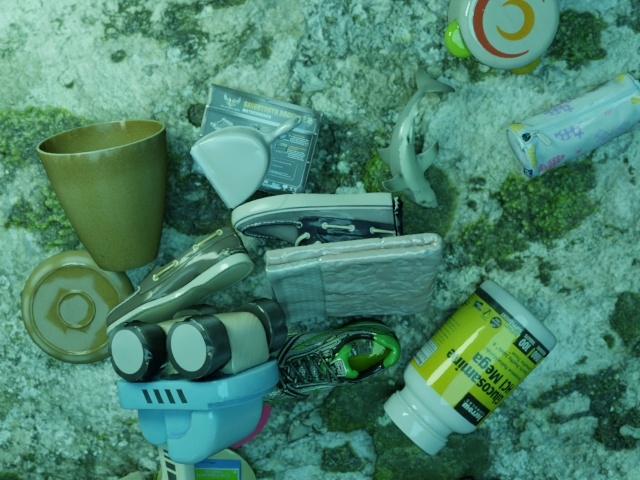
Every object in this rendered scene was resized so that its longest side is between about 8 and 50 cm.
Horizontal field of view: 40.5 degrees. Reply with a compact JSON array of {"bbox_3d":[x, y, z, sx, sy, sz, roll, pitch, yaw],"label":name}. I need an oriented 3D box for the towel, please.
[{"bbox_3d":[0.062,0.082,1.627,0.316,0.332,0.054,-6,68,0],"label":"towel"}]

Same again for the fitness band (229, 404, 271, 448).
[{"bbox_3d":[-0.228,0.289,1.772,0.209,0.054,0.291,-38,95,5],"label":"fitness band"}]

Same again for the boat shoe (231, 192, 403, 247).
[{"bbox_3d":[0.000,0.000,1.688,0.340,0.127,0.158,-4,73,-2],"label":"boat shoe"}]

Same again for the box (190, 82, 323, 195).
[{"bbox_3d":[-0.126,-0.194,1.716,0.230,0.056,0.183,13,95,-4],"label":"box"}]

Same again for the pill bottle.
[{"bbox_3d":[0.287,0.255,1.714,0.188,0.188,0.334,42,94,-6],"label":"pill bottle"}]

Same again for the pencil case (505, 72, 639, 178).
[{"bbox_3d":[0.500,-0.227,1.701,0.273,0.124,0.114,-24,57,-1],"label":"pencil case"}]

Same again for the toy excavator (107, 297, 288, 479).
[{"bbox_3d":[-0.259,0.353,1.616,0.432,0.222,0.446,-8,91,33],"label":"toy excavator"}]

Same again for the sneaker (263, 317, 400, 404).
[{"bbox_3d":[-0.006,0.233,1.701,0.343,0.146,0.134,-18,94,-9],"label":"sneaker"}]

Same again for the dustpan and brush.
[{"bbox_3d":[-0.124,-0.177,1.667,0.211,0.060,0.147,-31,107,8],"label":"dustpan and brush"}]

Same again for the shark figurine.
[{"bbox_3d":[0.160,-0.197,1.709,0.166,0.116,0.278,-8,107,-35],"label":"shark figurine"}]

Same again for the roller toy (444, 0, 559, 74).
[{"bbox_3d":[0.348,-0.428,1.662,0.209,0.146,0.191,14,105,-9],"label":"roller toy"}]

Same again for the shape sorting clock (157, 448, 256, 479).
[{"bbox_3d":[-0.233,0.504,1.786,0.206,0.040,0.206,0,115,1],"label":"shape sorting clock"}]

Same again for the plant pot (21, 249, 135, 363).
[{"bbox_3d":[-0.490,0.138,1.753,0.236,0.032,0.237,0,96,-3],"label":"plant pot"}]

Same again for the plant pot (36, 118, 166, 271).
[{"bbox_3d":[-0.392,-0.080,1.654,0.237,0.237,0.255,-7,112,-1],"label":"plant pot"}]

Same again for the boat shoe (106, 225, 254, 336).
[{"bbox_3d":[-0.286,0.086,1.699,0.324,0.116,0.097,-30,67,11],"label":"boat shoe"}]

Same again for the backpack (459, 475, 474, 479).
[{"bbox_3d":[0.271,0.650,1.674,0.290,0.355,0.274,-8,97,-2],"label":"backpack"}]
